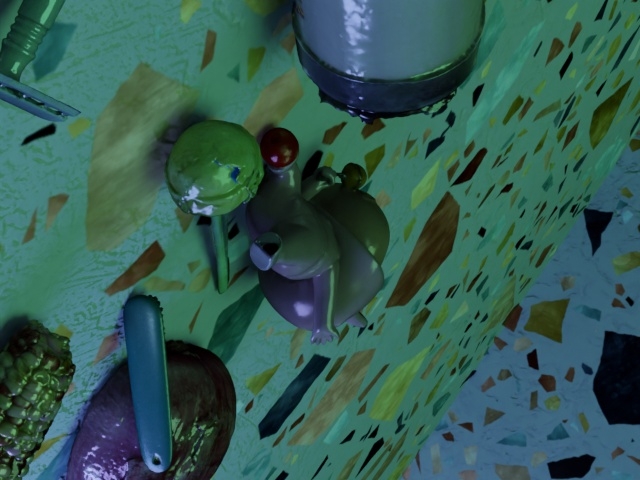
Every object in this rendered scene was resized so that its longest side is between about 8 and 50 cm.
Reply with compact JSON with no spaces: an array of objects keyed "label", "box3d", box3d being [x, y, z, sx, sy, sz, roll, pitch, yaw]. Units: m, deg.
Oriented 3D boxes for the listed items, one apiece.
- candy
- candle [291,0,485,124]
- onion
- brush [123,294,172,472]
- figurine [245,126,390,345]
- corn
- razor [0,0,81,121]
[{"label":"candy","box3d":[-0.106,-0.015,1.124,0.335,0.092,0.093,97,-3,-62]},{"label":"candle","box3d":[0.057,-0.268,0.939,0.187,0.187,0.330,-46,155,-23]},{"label":"onion","box3d":[-0.193,0.261,1.259,0.227,0.120,0.284,-3,125,-58]},{"label":"brush","box3d":[-0.176,0.149,1.138,0.032,0.043,0.193,-47,133,-73]},{"label":"figurine","box3d":[0.000,0.000,1.231,0.186,0.176,0.287,-40,147,-2]},{"label":"corn","box3d":[-0.307,0.207,0.979,0.281,0.092,0.092,-58,158,2]},{"label":"razor","box3d":[-0.169,-0.200,0.737,0.232,0.068,0.106,-62,159,2]}]
